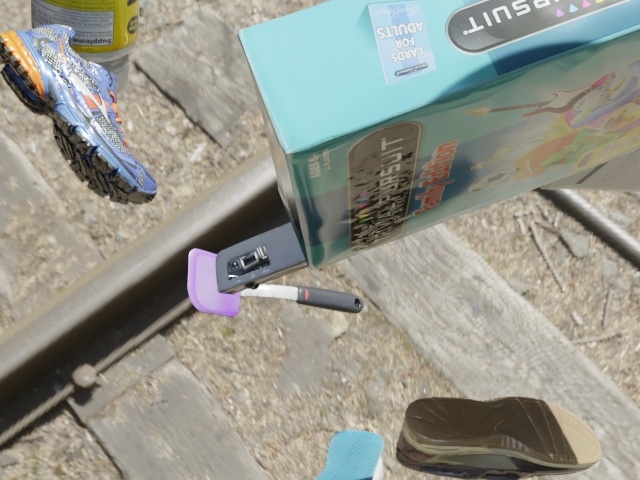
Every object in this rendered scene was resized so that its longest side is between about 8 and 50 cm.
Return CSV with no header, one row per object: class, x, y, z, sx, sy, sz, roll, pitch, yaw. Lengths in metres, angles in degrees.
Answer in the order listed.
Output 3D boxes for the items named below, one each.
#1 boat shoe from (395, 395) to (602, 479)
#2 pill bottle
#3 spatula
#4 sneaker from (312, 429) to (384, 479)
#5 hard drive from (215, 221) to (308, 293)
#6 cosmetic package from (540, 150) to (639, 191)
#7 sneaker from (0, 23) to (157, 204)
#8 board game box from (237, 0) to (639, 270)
boat shoe,0.232,0.269,1.191,0.285,0.092,0.102,7,42,-19
pill bottle,-0.258,-0.270,0.991,0.119,0.208,0.119,8,37,-6
spatula,-0.056,0.074,1.259,0.297,0.030,0.084,11,72,-32
sneaker,0.022,0.306,1.008,0.088,0.092,0.229,6,21,21
hard drive,0.000,0.000,1.067,0.255,0.172,0.054,-20,86,-2
cosmetic package,0.308,-0.174,0.901,0.225,0.138,0.224,0,61,-30
sneaker,-0.230,-0.132,0.902,0.087,0.083,0.221,-37,90,-27
board game box,0.132,-0.098,0.581,0.336,0.254,0.079,-21,75,-3
